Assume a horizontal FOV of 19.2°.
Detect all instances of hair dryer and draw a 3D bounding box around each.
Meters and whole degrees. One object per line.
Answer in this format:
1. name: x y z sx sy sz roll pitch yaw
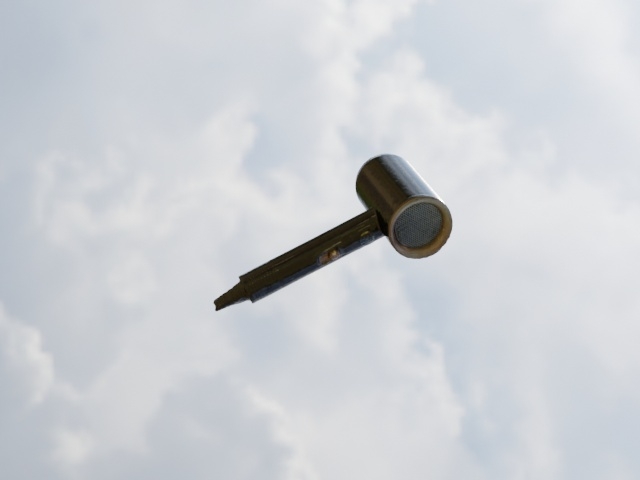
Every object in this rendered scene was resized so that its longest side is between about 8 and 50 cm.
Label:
1. hair dryer: 0.000 0.000 1.932 0.128 0.255 0.070 -120 -174 -59
